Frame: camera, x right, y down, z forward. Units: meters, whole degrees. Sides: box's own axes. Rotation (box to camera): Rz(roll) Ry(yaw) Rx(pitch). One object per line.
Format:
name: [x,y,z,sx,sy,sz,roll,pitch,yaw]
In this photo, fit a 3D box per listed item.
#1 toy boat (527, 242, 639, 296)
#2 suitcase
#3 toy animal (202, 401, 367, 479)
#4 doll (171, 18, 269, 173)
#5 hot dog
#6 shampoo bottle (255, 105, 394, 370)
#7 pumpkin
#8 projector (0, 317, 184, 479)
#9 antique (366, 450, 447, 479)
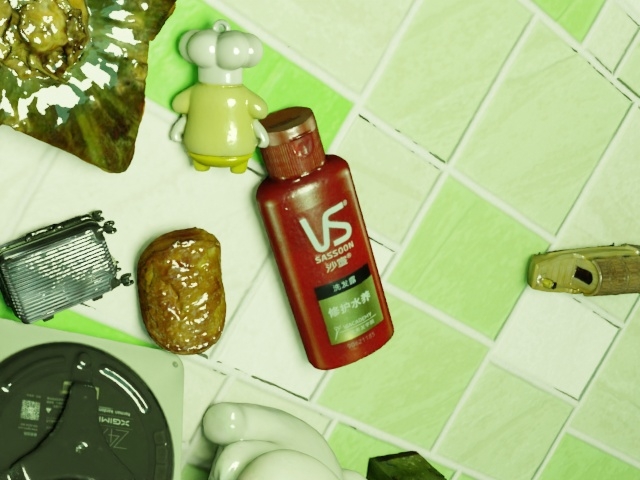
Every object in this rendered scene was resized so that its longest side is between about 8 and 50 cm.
toy boat: [0.383,0.044,1.376,0.226,0.088,0.068,-2,109,-30]
suitcase: [-0.267,0.027,1.011,0.126,0.059,0.086,-23,116,-21]
toy animal: [-0.011,0.329,1.096,0.241,0.367,0.196,13,98,-21]
doll: [-0.105,-0.150,1.036,0.106,0.062,0.162,4,112,3]
hot dog: [-0.149,0.055,1.086,0.099,0.065,0.147,-15,115,-25]
shampoo bottle: [0.000,0.001,1.146,0.118,0.076,0.314,-22,117,-12]
pumpkin: [-0.266,-0.213,0.905,0.290,0.095,0.258,15,96,-36]
projector: [-0.260,0.219,0.996,0.257,0.079,0.259,16,59,-34]
antique: [0.103,0.407,1.350,0.080,0.081,0.220,-2,109,-29]
